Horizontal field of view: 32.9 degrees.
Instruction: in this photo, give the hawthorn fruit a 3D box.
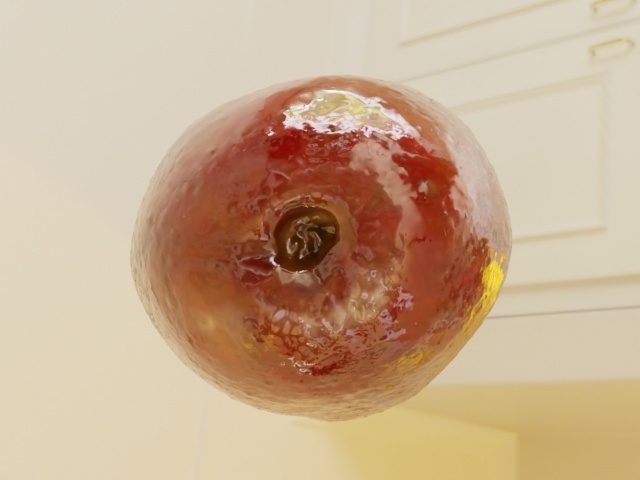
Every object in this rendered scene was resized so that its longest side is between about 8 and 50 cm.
[{"bbox_3d":[0.000,0.000,0.796,0.284,0.284,0.284,11,-104,-48],"label":"hawthorn fruit"}]
